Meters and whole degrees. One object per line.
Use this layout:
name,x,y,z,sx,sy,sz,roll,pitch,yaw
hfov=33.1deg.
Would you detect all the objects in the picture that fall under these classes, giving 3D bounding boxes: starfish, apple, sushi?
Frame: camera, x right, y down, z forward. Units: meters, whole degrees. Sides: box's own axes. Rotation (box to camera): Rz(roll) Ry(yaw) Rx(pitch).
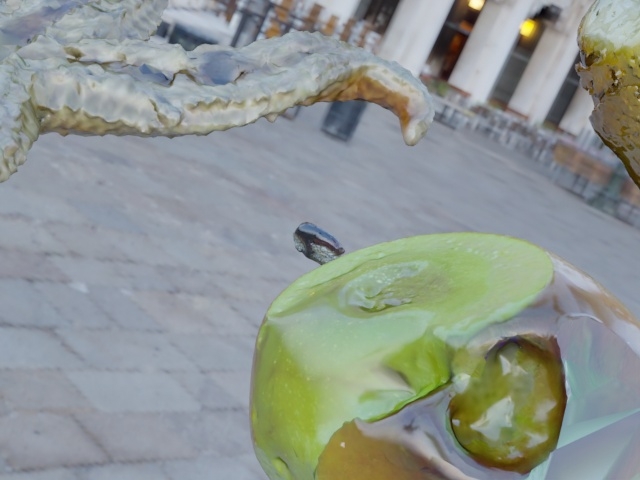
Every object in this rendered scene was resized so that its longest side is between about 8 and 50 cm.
starfish,-0.132,-0.094,0.431,0.375,0.094,0.327,9,32,-16
apple,0.121,0.164,0.957,0.384,0.374,0.374,23,12,-9
sushi,0.000,0.000,1.517,0.083,0.046,0.044,29,46,26

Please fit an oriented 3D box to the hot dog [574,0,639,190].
hot dog,0.192,0.016,0.398,0.289,0.068,0.083,43,7,-21
